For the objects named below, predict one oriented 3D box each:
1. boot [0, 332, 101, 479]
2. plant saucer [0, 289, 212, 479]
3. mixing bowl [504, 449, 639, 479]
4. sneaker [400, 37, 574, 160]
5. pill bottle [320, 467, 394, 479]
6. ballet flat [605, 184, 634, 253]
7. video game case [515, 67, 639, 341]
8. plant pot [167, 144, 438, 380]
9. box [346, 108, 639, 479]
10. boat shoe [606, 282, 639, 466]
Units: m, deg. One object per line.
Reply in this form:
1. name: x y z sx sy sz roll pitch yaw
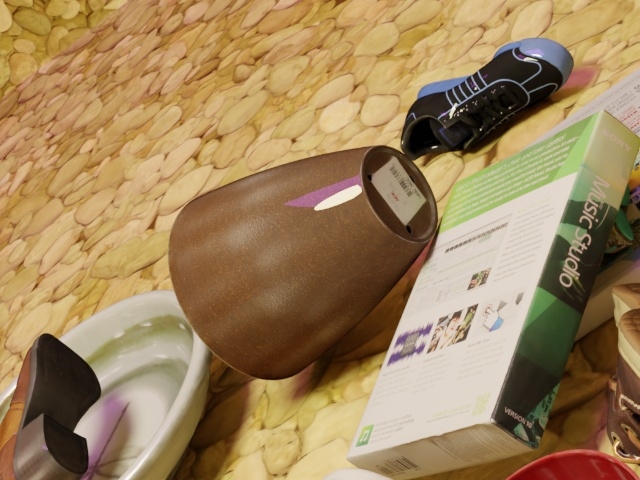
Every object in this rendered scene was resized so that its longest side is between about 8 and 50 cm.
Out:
1. boot: -0.359 0.255 1.591 0.280 0.096 0.264 -42 33 17
2. plant saucer: -0.256 0.233 1.653 0.400 0.100 0.400 -31 29 20
3. mixing bowl: 0.183 0.249 1.030 0.181 0.098 0.181 -34 34 27
4. sneaker: 0.185 -0.151 1.671 0.232 0.081 0.090 -22 35 47
5. pill bottle: 0.010 0.297 1.182 0.118 0.117 0.208 -11 40 46
6. ballet flat: 0.259 -0.027 1.343 0.041 0.041 0.114 -29 28 25
7. video game case: 0.311 -0.066 1.415 0.329 0.036 0.300 -35 27 12
8. plant pot: 0.000 0.000 1.495 0.230 0.215 0.215 -32 27 38
9. box: 0.154 0.054 1.323 0.232 0.058 0.322 -27 36 57
10. boat shoe: 0.258 0.108 1.034 0.123 0.123 0.342 4 6 3
